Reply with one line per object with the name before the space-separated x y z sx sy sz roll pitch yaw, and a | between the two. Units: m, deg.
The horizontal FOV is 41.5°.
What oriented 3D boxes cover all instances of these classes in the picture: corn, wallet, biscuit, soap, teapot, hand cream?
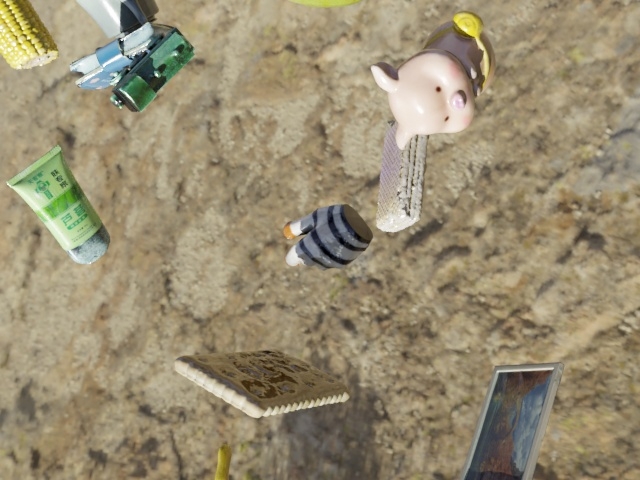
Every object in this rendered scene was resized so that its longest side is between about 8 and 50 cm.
corn | -0.466 -0.352 1.187 0.081 0.248 0.081 -32 8 5
wallet | -0.377 -0.360 1.654 0.202 0.141 0.059 -20 94 17
biscuit | 0.161 -0.138 1.613 0.108 0.061 0.239 150 130 -65
soap | -0.204 0.475 1.780 0.012 0.034 0.089 -21 57 49
teapot | -0.421 -0.496 1.837 0.162 0.149 0.239 -36 19 -15
biscuit | -0.101 0.258 1.595 0.217 0.325 0.044 22 98 33
hand cream | -0.380 -0.044 1.264 0.095 0.175 0.046 -43 34 -26

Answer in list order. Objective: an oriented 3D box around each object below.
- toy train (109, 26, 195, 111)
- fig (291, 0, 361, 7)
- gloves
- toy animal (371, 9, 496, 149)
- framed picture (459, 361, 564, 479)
toy train | -0.278 -0.285 1.411 0.170 0.071 0.111 -49 27 -14
fig | 0.022 -0.489 1.434 0.230 0.207 0.207 -52 34 -12
gloves | 0.003 0.012 1.879 0.218 0.140 0.131 -37 36 28
toy animal | 0.206 -0.274 1.382 0.149 0.165 0.248 6 41 50
framed picture | 0.343 0.338 1.529 0.184 0.016 0.250 -19 45 61
